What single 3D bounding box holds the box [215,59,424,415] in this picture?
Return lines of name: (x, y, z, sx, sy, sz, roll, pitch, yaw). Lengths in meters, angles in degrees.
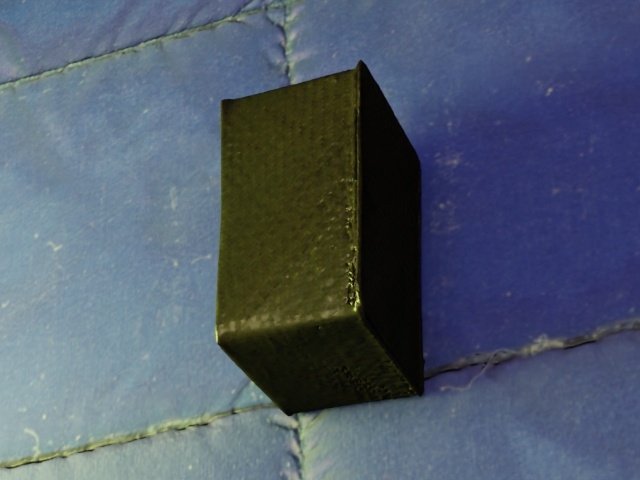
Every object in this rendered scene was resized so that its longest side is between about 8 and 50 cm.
box: (0.002, 0.000, 1.382, 0.143, 0.184, 0.273, -11, 56, 17)
